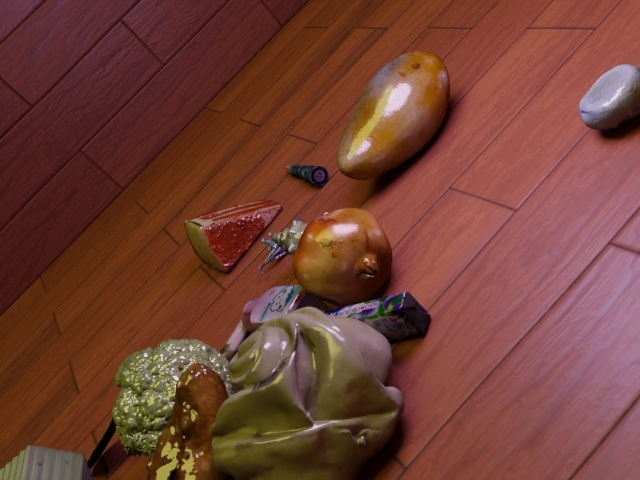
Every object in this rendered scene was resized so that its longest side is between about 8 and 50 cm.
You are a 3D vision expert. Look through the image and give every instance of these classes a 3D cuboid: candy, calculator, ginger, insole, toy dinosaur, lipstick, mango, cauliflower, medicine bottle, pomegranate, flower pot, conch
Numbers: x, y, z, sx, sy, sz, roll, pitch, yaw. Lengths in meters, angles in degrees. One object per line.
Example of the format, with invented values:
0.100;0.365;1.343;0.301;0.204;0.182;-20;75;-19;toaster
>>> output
0.066;0.168;1.592;0.312;0.088;0.061;-18;41;41;candy
-0.181;0.207;1.909;0.175;0.032;0.100;-58;2;-26;calculator
-0.239;0.403;1.564;0.165;0.172;0.321;-4;65;18;ginger
-0.480;0.425;1.902;0.348;0.009;0.119;-59;-3;35;insole
-0.110;0.011;2.117;0.080;0.045;0.197;4;49;43;toy dinosaur
-0.050;-0.193;2.326;0.053;0.053;0.234;-49;25;-9;lipstick
0.176;-0.293;1.985;0.384;0.199;0.221;-53;27;-16;mango
-0.313;0.359;1.763;0.250;0.275;0.272;112;144;-43;cauliflower
-0.088;0.166;1.803;0.188;0.094;0.119;-8;42;50;medicine bottle
0.046;0.039;1.699;0.209;0.209;0.209;-33;28;21;pomegranate
-0.605;0.588;1.789;0.239;0.209;0.189;-42;26;7;flower pot
-0.004;0.003;1.929;0.234;0.114;0.137;-1;49;5;conch

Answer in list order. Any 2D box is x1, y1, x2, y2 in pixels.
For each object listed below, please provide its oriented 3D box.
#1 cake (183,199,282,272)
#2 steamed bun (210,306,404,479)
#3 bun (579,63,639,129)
-0.228;-0.011;2.314;0.262;0.159;0.158;-16;15;-25;cake
-0.044;0.267;1.421;0.367;0.255;0.342;-47;24;-8;steamed bun
0.554;-0.260;1.542;0.141;0.083;0.141;-42;17;17;bun
